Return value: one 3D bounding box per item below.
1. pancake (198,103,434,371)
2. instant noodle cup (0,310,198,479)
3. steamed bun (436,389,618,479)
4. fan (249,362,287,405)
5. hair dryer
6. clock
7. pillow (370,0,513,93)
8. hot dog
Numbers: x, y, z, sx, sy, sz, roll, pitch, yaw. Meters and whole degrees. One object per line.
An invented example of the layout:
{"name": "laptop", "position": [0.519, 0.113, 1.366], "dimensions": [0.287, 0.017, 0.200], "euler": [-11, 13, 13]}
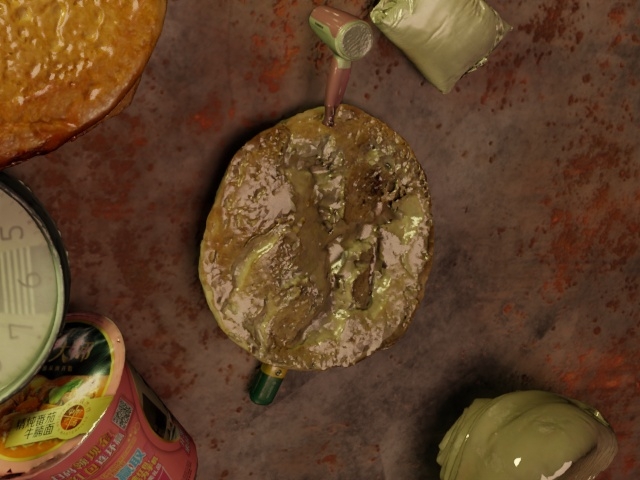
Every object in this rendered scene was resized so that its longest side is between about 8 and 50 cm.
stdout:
{"name": "pancake", "position": [0.001, 0.001, 1.541], "dimensions": [0.386, 0.082, 0.387], "euler": [-8, 106, -28]}
{"name": "instant noodle cup", "position": [-0.290, 0.258, 1.445], "dimensions": [0.244, 0.244, 0.255], "euler": [-41, 133, -5]}
{"name": "steamed bun", "position": [0.327, 0.365, 1.834], "dimensions": [0.324, 0.219, 0.310], "euler": [-7, 134, -53]}
{"name": "fan", "position": [-0.063, 0.173, 1.625], "dimensions": [0.082, 0.039, 0.155], "euler": [18, 104, -35]}
{"name": "hair dryer", "position": [0.016, -0.222, 1.435], "dimensions": [0.054, 0.106, 0.154], "euler": [-3, 113, -27]}
{"name": "clock", "position": [-0.454, 0.057, 1.278], "dimensions": [0.325, 0.067, 0.325], "euler": [-2, 100, -14]}
{"name": "pillow", "position": [0.159, -0.299, 1.496], "dimensions": [0.134, 0.078, 0.181], "euler": [-50, 125, 1]}
{"name": "hot dog", "position": [-0.349, -0.186, 1.183], "dimensions": [0.405, 0.185, 0.223], "euler": [-25, 130, -26]}
